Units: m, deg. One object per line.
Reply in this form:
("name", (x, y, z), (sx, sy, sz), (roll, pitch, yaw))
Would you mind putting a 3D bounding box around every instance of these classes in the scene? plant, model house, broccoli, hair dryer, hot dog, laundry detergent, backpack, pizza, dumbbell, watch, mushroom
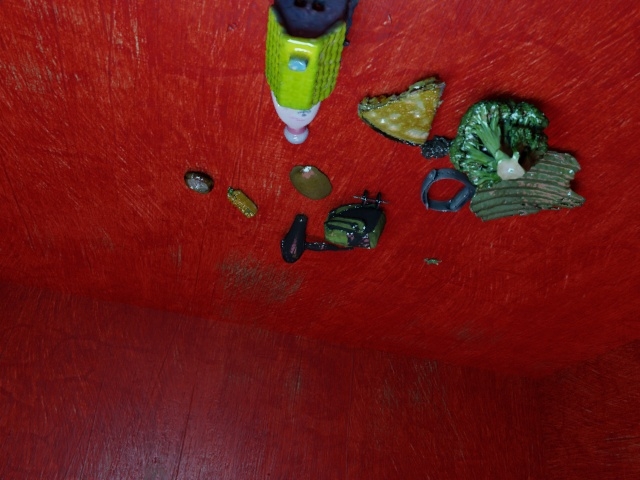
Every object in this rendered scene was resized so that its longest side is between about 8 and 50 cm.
("plant", (0.423, -0.312, 1.737), (0.174, 0.087, 0.085), (1, 179, 18))
("model house", (-0.040, -0.497, 1.299), (0.216, 0.303, 0.237), (14, 150, 0))
("broccoli", (0.547, -0.291, 1.572), (0.308, 0.275, 0.307), (5, 124, 7))
("hair dryer", (0.000, 0.000, 2.360), (0.360, 0.120, 0.303), (4, 137, -17))
("hot dog", (-0.328, -0.155, 2.158), (0.072, 0.055, 0.188), (-9, 147, 28))
("laundry detergent", (-0.076, -0.436, 1.601), (0.159, 0.087, 0.335), (11, 150, 2))
("backpack", (0.133, -0.062, 2.093), (0.253, 0.207, 0.140), (4, 129, 22))
("pizza", (0.244, -0.413, 1.595), (0.251, 0.074, 0.287), (8, 149, -4))
("dumbbell", (0.201, -0.162, 2.033), (0.147, 0.069, 0.069), (9, 150, -5))
("watch", (0.471, -0.187, 1.948), (0.193, 0.068, 0.206), (19, 144, -14))
("mushroom", (-0.486, -0.236, 2.055), (0.123, 0.052, 0.123), (11, 148, 7))

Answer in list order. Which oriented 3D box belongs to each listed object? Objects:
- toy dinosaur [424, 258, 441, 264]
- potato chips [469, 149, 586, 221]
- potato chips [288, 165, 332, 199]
("toy dinosaur", (0.535, 0.095, 2.459), (0.062, 0.021, 0.083), (28, 147, -10))
("potato chips", (0.748, -0.173, 1.887), (0.389, 0.097, 0.373), (-12, 144, 25))
("potato chips", (-0.040, -0.219, 2.005), (0.150, 0.049, 0.201), (-10, 140, 17))
